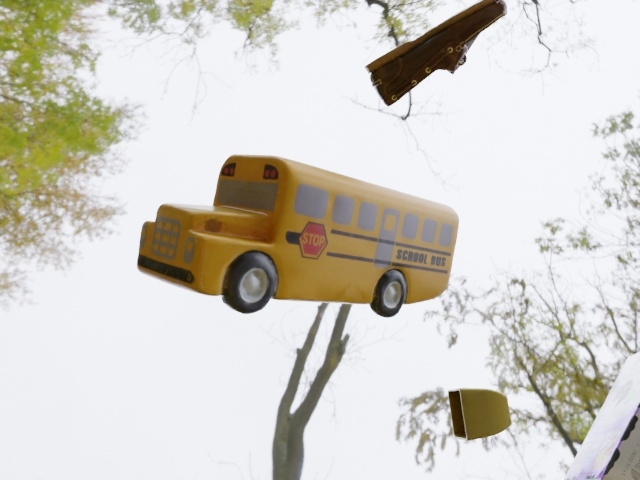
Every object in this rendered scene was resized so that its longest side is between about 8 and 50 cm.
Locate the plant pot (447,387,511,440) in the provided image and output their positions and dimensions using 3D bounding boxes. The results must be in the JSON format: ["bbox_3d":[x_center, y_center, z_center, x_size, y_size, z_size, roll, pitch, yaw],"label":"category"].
[{"bbox_3d":[0.266,0.284,0.912,0.083,0.081,0.081,-4,-107,-4],"label":"plant pot"}]

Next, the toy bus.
[{"bbox_3d":[0.000,0.000,0.545,0.108,0.333,0.130,12,-88,46],"label":"toy bus"}]

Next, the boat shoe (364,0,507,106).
[{"bbox_3d":[0.166,-0.262,0.767,0.207,0.073,0.073,-28,-82,15],"label":"boat shoe"}]

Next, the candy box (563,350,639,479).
[{"bbox_3d":[0.381,0.218,0.649,0.070,0.196,0.165,31,-15,20],"label":"candy box"}]
